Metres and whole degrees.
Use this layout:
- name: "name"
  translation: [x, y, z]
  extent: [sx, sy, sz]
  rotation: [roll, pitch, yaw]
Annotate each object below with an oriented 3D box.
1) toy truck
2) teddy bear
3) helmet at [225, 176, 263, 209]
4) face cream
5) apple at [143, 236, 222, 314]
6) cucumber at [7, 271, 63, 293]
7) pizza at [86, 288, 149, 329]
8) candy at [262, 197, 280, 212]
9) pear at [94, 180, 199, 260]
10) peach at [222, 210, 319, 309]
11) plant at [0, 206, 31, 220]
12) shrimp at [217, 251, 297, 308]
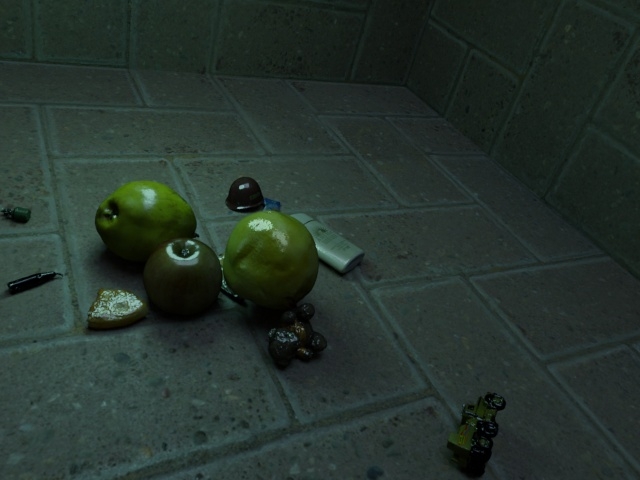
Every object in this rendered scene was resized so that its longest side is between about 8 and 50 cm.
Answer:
- name: "toy truck"
  translation: [0.467, 0.564, 1.684]
  extent: [0.127, 0.127, 0.257]
  rotation: [17, 31, 25]
- name: "teddy bear"
  translation: [-0.090, 0.309, 1.793]
  extent: [0.140, 0.177, 0.190]
  rotation: [-15, 10, 41]
- name: "helmet"
  translation: [-0.332, -0.213, 2.409]
  extent: [0.175, 0.106, 0.155]
  rotation: [-29, 44, -31]
- name: "face cream"
  translation: [0.000, 0.000, 2.291]
  extent: [0.348, 0.081, 0.173]
  rotation: [34, 38, 22]
- name: "apple"
  translation: [-0.443, 0.107, 1.827]
  extent: [0.256, 0.234, 0.257]
  rotation: [9, 34, -6]
- name: "cucumber"
  translation: [-0.900, 0.123, 1.780]
  extent: [0.163, 0.039, 0.043]
  rotation: [-26, 74, -42]
- name: "pizza"
  translation: [-0.650, 0.208, 1.756]
  extent: [0.182, 0.062, 0.161]
  rotation: [-24, 58, -37]
- name: "candy"
  translation: [-0.212, -0.140, 2.436]
  extent: [0.088, 0.038, 0.136]
  rotation: [18, 34, -20]
- name: "pear"
  translation: [-0.584, -0.059, 1.970]
  extent: [0.375, 0.287, 0.287]
  rotation: [18, 27, -43]
- name: "peach"
  translation: [-0.155, 0.066, 1.867]
  extent: [0.315, 0.314, 0.281]
  rotation: [34, -2, 26]
- name: "plant"
  translation: [-1.084, -0.098, 1.995]
  extent: [0.102, 0.051, 0.051]
  rotation: [8, 35, -5]
- name: "shrimp"
  translation: [-0.242, 0.149, 2.008]
  extent: [0.233, 0.071, 0.365]
  rotation: [-28, 55, -34]
